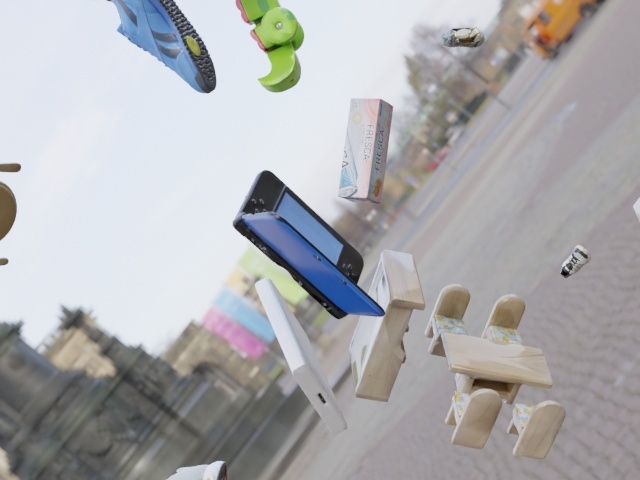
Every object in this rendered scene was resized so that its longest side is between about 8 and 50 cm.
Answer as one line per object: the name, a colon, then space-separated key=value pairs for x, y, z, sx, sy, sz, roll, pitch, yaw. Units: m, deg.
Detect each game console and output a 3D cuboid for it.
game console: x=0.000 y=0.000 z=2.211 sx=0.173 sy=0.293 sz=0.250 roll=-31 pitch=24 yaw=38

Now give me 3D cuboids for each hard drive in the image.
hard drive: x=-0.042 y=0.232 z=2.408 sx=0.040 sy=0.203 sz=0.307 roll=-29 pitch=35 yaw=1

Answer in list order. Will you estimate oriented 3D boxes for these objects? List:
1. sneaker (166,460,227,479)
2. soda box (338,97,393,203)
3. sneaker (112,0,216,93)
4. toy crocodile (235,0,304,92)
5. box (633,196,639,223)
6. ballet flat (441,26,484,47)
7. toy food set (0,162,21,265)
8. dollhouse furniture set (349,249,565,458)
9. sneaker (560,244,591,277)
sneaker: x=-0.262 y=0.506 z=2.249 sx=0.262 sy=0.121 sz=0.099 roll=-43 pitch=-52 yaw=-73
soda box: x=0.081 y=-0.160 z=2.099 sx=0.058 sy=0.063 sz=0.183 roll=18 pitch=-102 yaw=-59
sneaker: x=-0.225 y=-0.285 z=1.639 sx=0.082 sy=0.209 sz=0.069 roll=-31 pitch=11 yaw=21
toy crocodile: x=-0.111 y=-0.431 z=2.107 sx=0.105 sy=0.341 sz=0.115 roll=-22 pitch=-2 yaw=5
box: x=0.585 y=-0.078 z=1.825 sx=0.113 sy=0.094 sz=0.275 roll=-17 pitch=-19 yaw=-6
ballet flat: x=0.276 y=-0.382 z=2.202 sx=0.114 sy=0.041 sz=0.041 roll=-13 pitch=-29 yaw=-39
toy food set: x=-0.576 y=-0.048 z=1.997 sx=0.132 sy=0.038 sz=0.192 roll=-3 pitch=-70 yaw=-48
dollhouse furniture set: x=0.285 y=0.200 z=2.377 sx=0.362 sy=0.394 sz=0.256 roll=-97 pitch=20 yaw=-57
sneaker: x=0.411 y=0.038 z=1.904 sx=0.037 sy=0.032 sz=0.083 roll=-40 pitch=-19 yaw=-18
